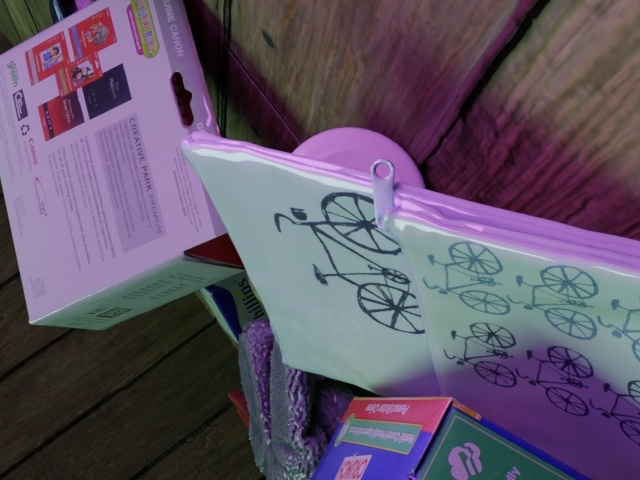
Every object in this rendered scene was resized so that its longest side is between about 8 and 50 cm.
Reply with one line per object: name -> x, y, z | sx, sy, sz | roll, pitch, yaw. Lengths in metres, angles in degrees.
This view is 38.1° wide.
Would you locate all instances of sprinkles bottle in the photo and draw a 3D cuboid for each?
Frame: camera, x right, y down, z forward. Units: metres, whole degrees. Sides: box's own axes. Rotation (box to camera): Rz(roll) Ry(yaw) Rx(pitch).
sprinkles bottle -> 0.000, 0.000, 0.869 | 0.121, 0.121, 0.355 | 53, 168, 3

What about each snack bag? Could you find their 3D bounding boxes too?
snack bag -> 0.078, 0.062, 0.637 | 0.342, 0.037, 0.323 | 17, 152, 24

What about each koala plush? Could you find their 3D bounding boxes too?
koala plush -> 0.046, 0.173, 0.981 | 0.196, 0.221, 0.203 | 167, 98, -68

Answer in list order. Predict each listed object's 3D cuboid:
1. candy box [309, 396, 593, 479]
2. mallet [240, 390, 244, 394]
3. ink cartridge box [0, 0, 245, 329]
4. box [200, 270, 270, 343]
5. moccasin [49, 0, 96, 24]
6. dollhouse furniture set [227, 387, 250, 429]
candy box -> 0.158, 0.233, 0.660 | 0.317, 0.122, 0.268 | 29, 168, -5
mallet -> -0.068, 0.151, 1.391 | 0.039, 0.190, 0.062 | 29, 162, -14
ink cartridge box -> -0.202, -0.093, 1.006 | 0.130, 0.271, 0.309 | 18, -127, -64
box -> -0.097, 0.059, 1.324 | 0.072, 0.137, 0.126 | 40, 161, 44
moccasin -> -0.275, -0.203, 1.260 | 0.342, 0.137, 0.117 | 54, -177, -5
dollhouse furniture set -> 0.059, 0.305, 1.266 | 0.152, 0.201, 0.374 | 32, 154, 59
